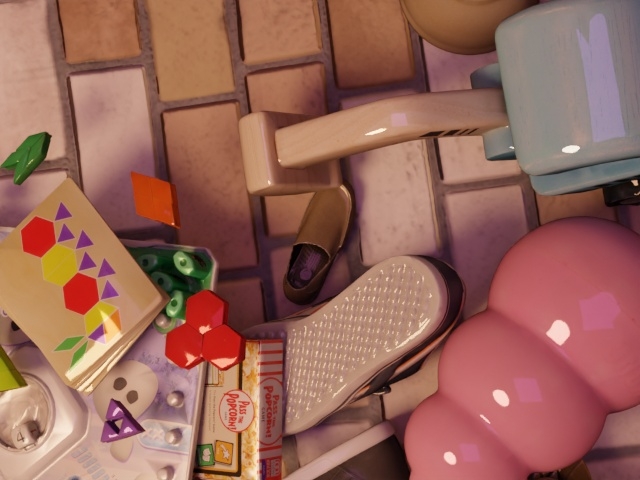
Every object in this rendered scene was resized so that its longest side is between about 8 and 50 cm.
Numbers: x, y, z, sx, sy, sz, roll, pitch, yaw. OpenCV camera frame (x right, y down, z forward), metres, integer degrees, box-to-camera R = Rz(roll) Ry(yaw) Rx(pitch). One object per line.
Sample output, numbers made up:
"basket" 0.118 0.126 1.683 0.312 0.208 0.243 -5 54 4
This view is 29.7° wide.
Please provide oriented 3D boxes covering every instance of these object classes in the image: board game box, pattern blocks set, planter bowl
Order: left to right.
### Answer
"board game box" -0.316 0.181 1.264 0.390 0.050 0.390 6 86 19
"pattern blocks set" -0.246 0.048 1.216 0.285 0.026 0.325 -35 74 10
"board game box" -0.131 0.174 1.265 0.193 0.045 0.147 0 87 32
"planter bowl" 0.165 -0.292 1.301 0.162 0.109 0.162 0 85 2

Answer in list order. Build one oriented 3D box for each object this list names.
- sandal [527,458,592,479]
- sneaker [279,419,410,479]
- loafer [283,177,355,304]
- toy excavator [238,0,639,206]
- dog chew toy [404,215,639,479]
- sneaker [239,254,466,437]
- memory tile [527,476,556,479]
"sandal" 0.269 0.289 1.288 0.072 0.049 0.180 -29 100 6
"sneaker" -0.018 0.323 1.263 0.295 0.104 0.147 -31 80 -4
"loafer" 0.000 0.000 1.315 0.056 0.050 0.148 17 87 3
"toy excavator" 0.193 -0.138 1.199 0.445 0.433 0.222 -5 85 -32
"dog chew toy" 0.214 0.134 1.207 0.206 0.206 0.332 43 81 5
"sneaker" 0.018 0.120 1.277 0.321 0.127 0.126 -29 75 25
"memory tile" 0.189 0.307 1.272 0.113 0.012 0.148 14 107 13
